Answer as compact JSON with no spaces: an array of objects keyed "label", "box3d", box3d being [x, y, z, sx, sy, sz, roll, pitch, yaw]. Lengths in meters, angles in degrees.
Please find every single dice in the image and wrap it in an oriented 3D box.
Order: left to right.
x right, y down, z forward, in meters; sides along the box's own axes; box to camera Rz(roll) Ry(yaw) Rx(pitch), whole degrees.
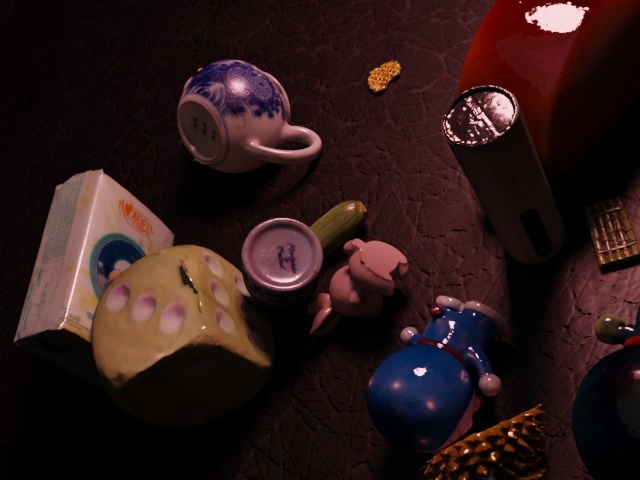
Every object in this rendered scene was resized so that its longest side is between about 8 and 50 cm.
[{"label":"dice","box3d":[-0.252,0.179,1.295,0.249,0.254,0.252,-34,47,14]}]

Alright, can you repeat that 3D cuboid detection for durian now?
[{"label":"durian","box3d":[0.226,0.312,0.972,0.182,0.165,0.132,-6,21,5]}]

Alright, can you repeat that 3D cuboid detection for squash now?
[{"label":"squash","box3d":[0.000,0.000,1.370,0.219,0.068,0.077,-41,27,5]}]

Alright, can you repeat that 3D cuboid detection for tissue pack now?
[{"label":"tissue pack","box3d":[-0.457,0.088,1.480,0.162,0.287,0.388,-16,52,21]}]

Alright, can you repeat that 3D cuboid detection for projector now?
[{"label":"projector","box3d":[0.282,-0.086,1.048,0.108,0.337,0.108,-15,54,22]}]

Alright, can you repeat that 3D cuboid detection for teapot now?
[{"label":"teapot","box3d":[-0.174,-0.289,1.600,0.424,0.252,0.280,34,44,26]}]

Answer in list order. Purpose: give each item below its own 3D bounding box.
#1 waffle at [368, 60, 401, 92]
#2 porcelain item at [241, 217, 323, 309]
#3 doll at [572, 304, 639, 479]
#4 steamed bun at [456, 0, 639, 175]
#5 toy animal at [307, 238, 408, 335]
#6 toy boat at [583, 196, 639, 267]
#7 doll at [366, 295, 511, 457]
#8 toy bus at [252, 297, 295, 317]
[{"label":"waffle","box3d":[0.143,-0.368,1.567,0.085,0.016,0.078,-33,47,11]},{"label":"porcelain item","box3d":[-0.070,0.044,1.270,0.147,0.114,0.147,2,67,-4]},{"label":"doll","box3d":[0.424,0.191,0.862,0.198,0.186,0.322,4,59,37]},{"label":"steamed bun","box3d":[0.393,-0.298,1.142,0.379,0.248,0.235,-44,44,-18]},{"label":"toy animal","box3d":[0.063,0.093,1.254,0.212,0.124,0.124,-53,35,40]},{"label":"toy boat","box3d":[0.455,-0.013,1.098,0.063,0.016,0.115,-20,51,23]},{"label":"doll","box3d":[0.178,0.202,1.064,0.257,0.161,0.215,-48,25,-25]},{"label":"toy bus","box3d":[-0.090,0.117,1.344,0.046,0.083,0.038,-39,44,22]}]
